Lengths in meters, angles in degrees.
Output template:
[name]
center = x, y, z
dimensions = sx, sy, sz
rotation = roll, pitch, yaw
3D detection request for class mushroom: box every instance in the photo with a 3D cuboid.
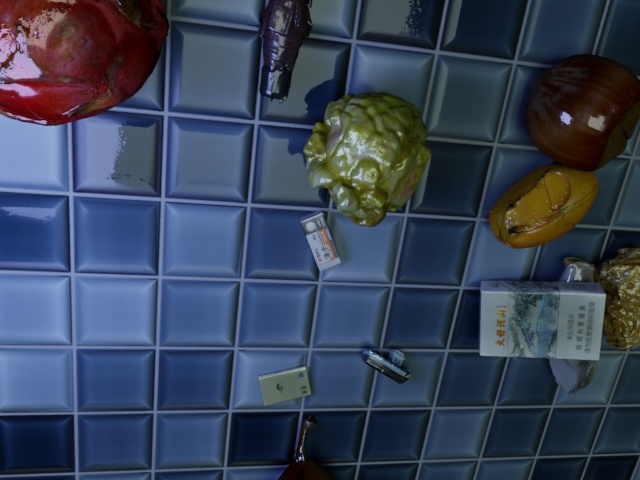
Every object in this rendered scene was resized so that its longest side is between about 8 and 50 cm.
[mushroom]
center = 0.595, 0.204, 1.402
dimensions = 0.110, 0.097, 0.351
rotation = -11, 111, -5

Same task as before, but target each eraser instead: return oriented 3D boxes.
[eraser]
center = 0.000, 0.000, 1.230
dimensions = 0.052, 0.029, 0.122
rotation = -21, 114, -2

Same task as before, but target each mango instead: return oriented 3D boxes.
[mango]
center = 0.472, -0.077, 1.246
dimensions = 0.252, 0.126, 0.153
rotation = -28, 102, -8

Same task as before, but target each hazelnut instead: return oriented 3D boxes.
[hazelnut]
center = 0.514, -0.253, 1.167
dimensions = 0.181, 0.181, 0.212
rotation = 14, 112, -47

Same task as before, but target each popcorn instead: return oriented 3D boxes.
[popcorn]
center = 0.080, -0.155, 1.085
dimensions = 0.259, 0.212, 0.259
rotation = -36, 147, -28

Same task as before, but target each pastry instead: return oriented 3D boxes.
[pastry]
center = 0.730, 0.143, 1.399
dimensions = 0.154, 0.102, 0.249
rotation = -20, 112, -4

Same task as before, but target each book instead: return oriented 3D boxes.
[book]
center = -0.081, 0.331, 1.357
dimensions = 0.111, 0.014, 0.077
rotation = -11, 112, -7

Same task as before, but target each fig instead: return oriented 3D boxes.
[fig]
center = -0.032, 0.574, 1.402
dimensions = 0.217, 0.217, 0.320
rotation = 0, 84, -12

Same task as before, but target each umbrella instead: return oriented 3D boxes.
[umbrella]
center = -0.054, -0.403, 1.022
dimensions = 0.094, 0.090, 0.325
rotation = 3, 112, -16

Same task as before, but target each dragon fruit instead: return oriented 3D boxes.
[dragon fruit]
center = -0.388, -0.320, 0.873
dimensions = 0.302, 0.295, 0.295
rotation = -33, 115, -9

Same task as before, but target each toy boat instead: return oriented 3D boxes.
[toy boat]
center = 0.159, 0.280, 1.366
dimensions = 0.140, 0.059, 0.066
rotation = 34, 75, -20

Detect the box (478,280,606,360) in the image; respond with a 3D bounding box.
[box]
center = 0.488, 0.176, 1.328
dimensions = 0.257, 0.069, 0.164
rotation = 0, 110, 12
